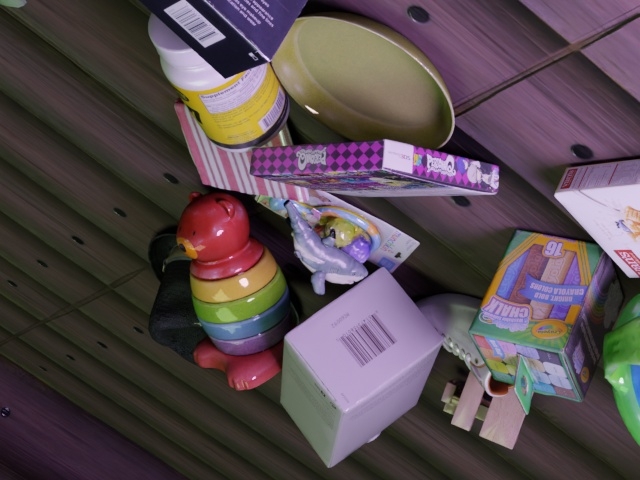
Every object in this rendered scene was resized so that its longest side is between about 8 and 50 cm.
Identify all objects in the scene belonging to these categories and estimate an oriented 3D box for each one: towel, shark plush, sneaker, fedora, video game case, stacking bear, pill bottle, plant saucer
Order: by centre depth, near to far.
[{"bbox_3d":[0.054,-0.191,1.518,0.241,0.037,0.241,23,155,12],"label":"plant saucer"},{"bbox_3d":[-0.122,-0.207,1.554,0.119,0.119,0.208,16,158,26],"label":"pill bottle"},{"bbox_3d":[0.065,-0.086,1.584,0.210,0.042,0.232,8,175,-43],"label":"video game case"},{"bbox_3d":[-0.109,-0.129,1.796,0.197,0.029,0.144,12,135,33],"label":"towel"},{"bbox_3d":[0.000,0.000,1.825,0.067,0.073,0.161,-23,108,27],"label":"shark plush"},{"bbox_3d":[0.229,0.157,1.892,0.290,0.123,0.106,7,148,45],"label":"sneaker"},{"bbox_3d":[-0.141,0.059,2.021,0.175,0.164,0.289,24,138,52],"label":"stacking bear"},{"bbox_3d":[-0.199,0.128,2.257,0.334,0.152,0.334,24,155,12],"label":"fedora"}]

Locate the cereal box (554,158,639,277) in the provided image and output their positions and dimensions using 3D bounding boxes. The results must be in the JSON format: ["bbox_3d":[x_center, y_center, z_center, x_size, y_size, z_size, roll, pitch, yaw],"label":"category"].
[{"bbox_3d":[0.406,-0.025,1.442,0.173,0.047,0.240,43,152,-29],"label":"cereal box"}]

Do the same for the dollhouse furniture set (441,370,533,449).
[{"bbox_3d":[0.283,0.245,2.113,0.144,0.123,0.151,21,-171,17],"label":"dollhouse furniture set"}]

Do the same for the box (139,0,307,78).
[{"bbox_3d":[-0.096,-0.284,1.355,0.156,0.158,0.093,42,152,-24],"label":"box"}]

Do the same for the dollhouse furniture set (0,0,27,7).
[{"bbox_3d":[-0.491,-0.347,1.778,0.152,0.058,0.076,17,153,25],"label":"dollhouse furniture set"}]

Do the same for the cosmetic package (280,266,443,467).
[{"bbox_3d":[0.056,0.210,2.023,0.155,0.197,0.365,51,163,15],"label":"cosmetic package"}]

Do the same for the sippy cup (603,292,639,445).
[{"bbox_3d":[0.487,0.140,1.450,0.224,0.305,0.240,-26,92,57],"label":"sippy cup"}]

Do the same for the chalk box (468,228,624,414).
[{"bbox_3d":[0.282,0.115,1.642,0.132,0.213,0.132,13,150,32],"label":"chalk box"}]

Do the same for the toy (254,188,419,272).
[{"bbox_3d":[0.012,-0.013,1.878,0.237,0.056,0.137,31,156,-3],"label":"toy"}]
